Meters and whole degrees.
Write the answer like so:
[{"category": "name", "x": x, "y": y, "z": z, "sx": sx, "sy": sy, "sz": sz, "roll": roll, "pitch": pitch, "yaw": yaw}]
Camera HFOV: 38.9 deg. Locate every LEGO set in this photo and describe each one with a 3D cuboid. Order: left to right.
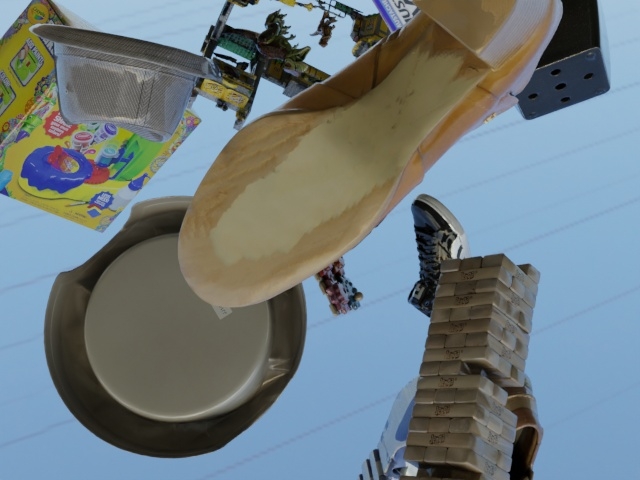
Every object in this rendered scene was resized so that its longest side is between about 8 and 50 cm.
[{"category": "LEGO set", "x": -0.052, "y": -0.258, "z": 1.368, "sx": 0.331, "sy": 0.255, "sz": 0.192, "roll": 29, "pitch": -132, "yaw": -20}]

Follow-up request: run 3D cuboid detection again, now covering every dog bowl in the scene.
[{"category": "dog bowl", "x": -0.187, "y": 0.118, "z": 1.228, "sx": 0.349, "sy": 0.102, "sz": 0.348, "roll": 0, "pitch": -103, "yaw": 2}]

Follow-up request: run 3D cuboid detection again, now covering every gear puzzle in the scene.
[{"category": "gear puzzle", "x": 0.000, "y": 0.000, "z": 1.977, "sx": 0.044, "sy": 0.339, "sz": 0.175, "roll": -29, "pitch": 173, "yaw": 19}]

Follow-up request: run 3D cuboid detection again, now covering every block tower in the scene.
[{"category": "block tower", "x": 0.174, "y": 0.173, "z": 1.056, "sx": 0.091, "sy": 0.097, "sz": 0.335, "roll": -9, "pitch": -125, "yaw": 42}]

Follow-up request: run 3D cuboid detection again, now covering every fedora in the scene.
[{"category": "fedora", "x": -0.260, "y": -0.200, "z": 1.179, "sx": 0.244, "sy": 0.124, "sz": 0.275, "roll": 7, "pitch": -171, "yaw": -37}]

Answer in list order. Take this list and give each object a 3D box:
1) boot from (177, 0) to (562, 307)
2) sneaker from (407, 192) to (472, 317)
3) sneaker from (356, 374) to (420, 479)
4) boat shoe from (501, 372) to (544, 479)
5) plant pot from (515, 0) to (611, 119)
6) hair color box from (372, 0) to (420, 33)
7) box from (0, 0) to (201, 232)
[{"category": "boot", "x": 0.050, "y": -0.069, "z": 0.624, "sx": 0.104, "sy": 0.295, "sz": 0.211, "roll": 49, "pitch": -162, "yaw": 11}, {"category": "sneaker", "x": 0.175, "y": 0.041, "z": 1.417, "sx": 0.121, "sy": 0.217, "sz": 0.079, "roll": -43, "pitch": -148, "yaw": -19}, {"category": "sneaker", "x": 0.197, "y": 0.372, "z": 1.571, "sx": 0.182, "sy": 0.315, "sz": 0.127, "roll": 17, "pitch": -149, "yaw": -16}, {"category": "boat shoe", "x": 0.246, "y": 0.335, "z": 1.323, "sx": 0.123, "sy": 0.324, "sz": 0.116, "roll": -6, "pitch": -143, "yaw": -11}, {"category": "plant pot", "x": 0.318, "y": -0.285, "z": 1.285, "sx": 0.187, "sy": 0.188, "sz": 0.167, "roll": -19, "pitch": -118, "yaw": 17}, {"category": "hair color box", "x": 0.211, "y": -0.315, "z": 0.822, "sx": 0.339, "sy": 0.110, "sz": 0.185, "roll": -24, "pitch": -170, "yaw": 44}, {"category": "box", "x": -0.413, "y": -0.203, "z": 1.512, "sx": 0.290, "sy": 0.279, "sz": 0.177, "roll": 26, "pitch": -159, "yaw": -54}]
